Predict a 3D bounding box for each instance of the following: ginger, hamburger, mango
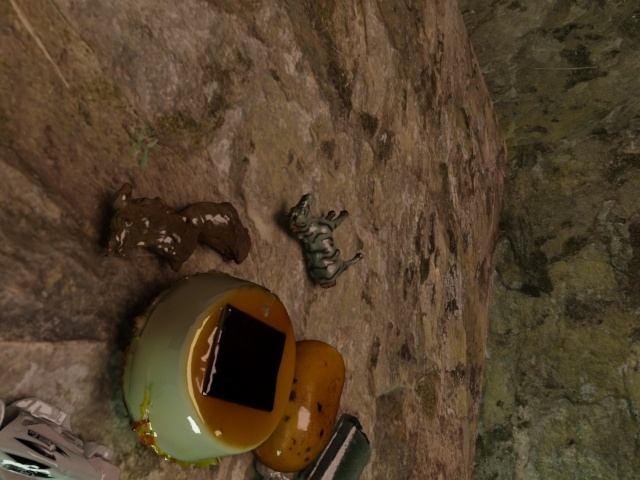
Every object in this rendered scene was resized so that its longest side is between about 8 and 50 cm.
[{"bbox_3d":[-0.204,-0.011,0.746,0.290,0.084,0.122,9,74,-56],"label":"ginger"},{"bbox_3d":[-0.168,0.191,0.712,0.276,0.178,0.295,38,55,-51],"label":"hamburger"},{"bbox_3d":[-0.043,0.301,0.911,0.290,0.159,0.191,-43,113,-52],"label":"mango"}]

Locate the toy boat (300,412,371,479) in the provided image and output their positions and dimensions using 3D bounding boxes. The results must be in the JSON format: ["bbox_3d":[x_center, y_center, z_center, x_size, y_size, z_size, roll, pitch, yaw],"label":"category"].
[{"bbox_3d":[0.007,0.549,1.031,0.319,0.092,0.141,-49,128,-36],"label":"toy boat"}]

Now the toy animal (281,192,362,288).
[{"bbox_3d":[0.007,-0.014,1.063,0.170,0.089,0.255,-55,129,-35],"label":"toy animal"}]

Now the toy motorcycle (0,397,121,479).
[{"bbox_3d":[-0.329,0.245,0.532,0.254,0.112,0.113,53,48,-38],"label":"toy motorcycle"}]

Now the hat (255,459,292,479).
[{"bbox_3d":[-0.085,0.492,0.896,0.112,0.093,0.163,-1,84,-67],"label":"hat"}]
